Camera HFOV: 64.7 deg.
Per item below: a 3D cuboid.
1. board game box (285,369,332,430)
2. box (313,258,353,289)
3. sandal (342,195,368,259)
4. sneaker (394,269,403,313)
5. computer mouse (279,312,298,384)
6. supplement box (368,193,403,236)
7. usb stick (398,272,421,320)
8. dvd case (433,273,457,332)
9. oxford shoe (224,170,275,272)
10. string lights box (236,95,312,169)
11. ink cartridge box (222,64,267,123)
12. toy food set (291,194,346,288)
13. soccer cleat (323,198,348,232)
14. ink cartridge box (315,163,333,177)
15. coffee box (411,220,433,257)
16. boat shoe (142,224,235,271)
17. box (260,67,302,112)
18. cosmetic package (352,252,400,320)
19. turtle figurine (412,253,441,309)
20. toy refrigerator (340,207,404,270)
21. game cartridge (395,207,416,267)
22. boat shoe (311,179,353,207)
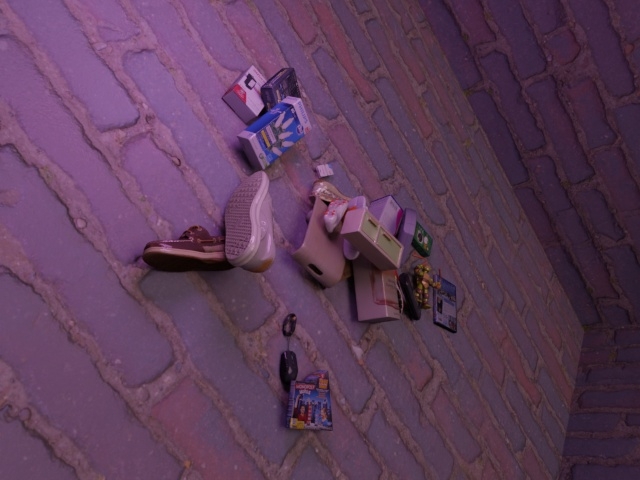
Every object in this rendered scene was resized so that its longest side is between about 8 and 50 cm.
[{"bbox_3d":[-0.036,0.523,1.674,0.194,0.060,0.194,23,64,-41],"label":"board game box"},{"bbox_3d":[0.046,0.083,1.973,0.201,0.021,0.164,-22,90,-47],"label":"box"},{"bbox_3d":[0.140,-0.042,1.947,0.076,0.102,0.265,29,60,-44],"label":"sandal"},{"bbox_3d":[0.306,0.189,2.154,0.118,0.107,0.279,-3,80,-58],"label":"sneaker"},{"bbox_3d":[-0.097,0.361,1.700,0.071,0.041,0.242,21,60,-39],"label":"computer mouse"},{"bbox_3d":[0.265,-0.079,2.202,0.111,0.114,0.220,49,44,-23],"label":"supplement box"},{"bbox_3d":[0.389,0.246,2.183,0.077,0.045,0.278,-94,163,-45],"label":"usb stick"},{"bbox_3d":[0.615,0.313,2.491,0.180,0.022,0.253,29,55,-38],"label":"dvd case"},{"bbox_3d":[-0.211,-0.060,1.598,0.130,0.169,0.449,42,26,-33],"label":"oxford shoe"},{"bbox_3d":[-0.160,-0.385,1.798,0.259,0.076,0.133,-44,134,-23],"label":"string lights box"},{"bbox_3d":[-0.261,-0.536,1.847,0.127,0.072,0.175,45,47,-25],"label":"ink cartridge box"},{"bbox_3d":[0.000,0.000,1.898,0.220,0.092,0.306,44,43,-31],"label":"toy food set"},{"bbox_3d":[0.055,-0.098,1.893,0.196,0.068,0.076,-52,144,-58],"label":"soccer cleat"},{"bbox_3d":[0.012,-0.284,2.073,0.083,0.028,0.048,-18,88,-49],"label":"ink cartridge box"},{"bbox_3d":[0.475,-0.016,2.454,0.184,0.040,0.113,44,47,-27],"label":"coffee box"},{"bbox_3d":[-0.373,0.017,1.489,0.342,0.123,0.123,5,64,-50],"label":"boat shoe"},{"bbox_3d":[-0.135,-0.507,1.912,0.183,0.059,0.233,-59,144,-42],"label":"box"},{"bbox_3d":[0.221,0.175,2.024,0.153,0.129,0.296,22,60,-59],"label":"cosmetic package"},{"bbox_3d":[0.468,0.193,2.332,0.269,0.087,0.217,39,56,-41],"label":"turtle figurine"},{"bbox_3d":[0.198,0.000,1.856,0.269,0.094,0.102,41,55,-36],"label":"toy refrigerator"},{"bbox_3d":[0.362,-0.025,2.178,0.297,0.062,0.198,-64,166,-65],"label":"game cartridge"},{"bbox_3d":[0.076,-0.134,2.039,0.285,0.104,0.089,31,58,-23],"label":"boat shoe"}]
